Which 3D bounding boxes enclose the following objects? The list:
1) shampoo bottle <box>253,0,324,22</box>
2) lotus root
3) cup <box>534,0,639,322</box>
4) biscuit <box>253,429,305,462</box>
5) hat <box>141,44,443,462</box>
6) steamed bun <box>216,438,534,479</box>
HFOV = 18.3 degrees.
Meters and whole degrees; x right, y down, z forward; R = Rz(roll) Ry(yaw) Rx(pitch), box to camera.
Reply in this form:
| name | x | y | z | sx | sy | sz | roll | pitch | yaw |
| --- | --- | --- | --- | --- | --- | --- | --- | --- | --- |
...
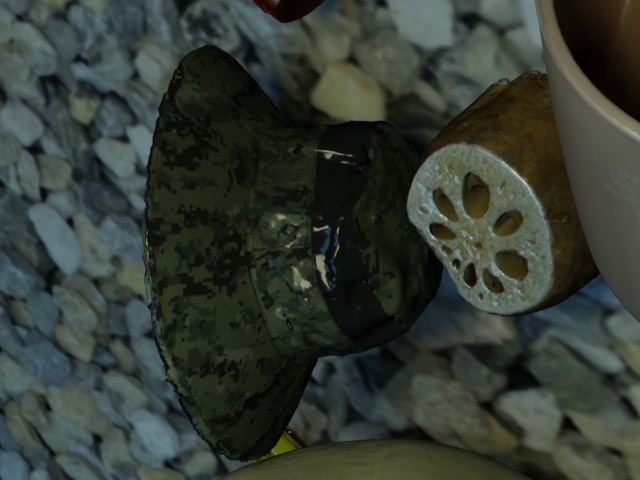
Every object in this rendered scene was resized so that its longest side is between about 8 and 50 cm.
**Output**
| name | x | y | z | sx | sy | sz | roll | pitch | yaw |
| --- | --- | --- | --- | --- | --- | --- | --- | --- | --- |
| shampoo bottle | -0.103 | -0.258 | 1.153 | 0.314 | 0.076 | 0.118 | 46 | 142 | 14 |
| lotus root | 0.110 | -0.024 | 1.090 | 0.112 | 0.081 | 0.122 | -34 | 89 | 46 |
| cup | 0.225 | -0.060 | 0.837 | 0.200 | 0.253 | 0.191 | 70 | -167 | -58 |
| biscuit | 0.049 | 0.219 | 1.374 | 0.292 | 0.026 | 0.048 | 40 | 145 | 18 |
| hat | 0.000 | 0.000 | 1.144 | 0.128 | 0.265 | 0.265 | -8 | 112 | 20 |
| steamed bun | 0.040 | 0.253 | 1.208 | 0.324 | 0.206 | 0.324 | 5 | 133 | 5 |
